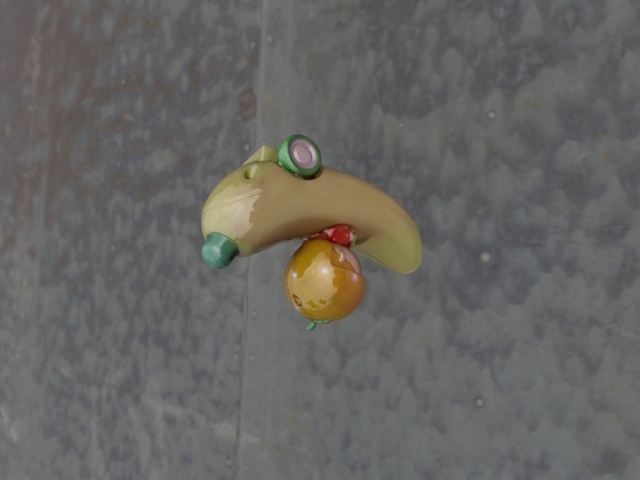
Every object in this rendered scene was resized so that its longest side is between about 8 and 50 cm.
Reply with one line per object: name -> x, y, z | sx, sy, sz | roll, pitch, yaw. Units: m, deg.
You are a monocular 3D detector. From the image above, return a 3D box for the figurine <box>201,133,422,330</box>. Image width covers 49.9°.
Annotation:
figurine -> 0.000, 0.000, 0.900 | 0.124, 0.324, 0.222 | -32, 49, 51
